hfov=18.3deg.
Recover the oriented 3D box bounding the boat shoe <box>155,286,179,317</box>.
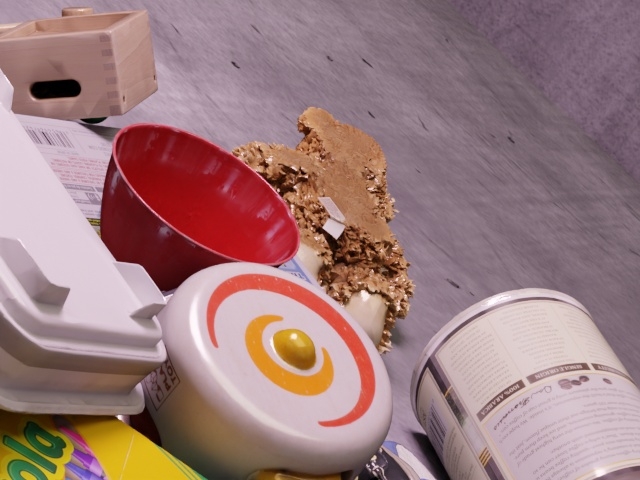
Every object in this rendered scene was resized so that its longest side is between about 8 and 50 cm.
[{"bbox_3d":[-0.150,0.066,1.579,0.206,0.075,0.065,-21,45,-36],"label":"boat shoe"}]

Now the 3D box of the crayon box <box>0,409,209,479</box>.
[{"bbox_3d":[-0.120,0.258,1.230,0.313,0.106,0.363,36,18,-10],"label":"crayon box"}]

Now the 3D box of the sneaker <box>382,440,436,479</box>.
[{"bbox_3d":[0.135,0.259,1.674,0.112,0.131,0.296,17,28,-45],"label":"sneaker"}]

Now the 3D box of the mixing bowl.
[{"bbox_3d":[-0.118,-0.005,1.693,0.181,0.098,0.181,27,27,-15],"label":"mixing bowl"}]

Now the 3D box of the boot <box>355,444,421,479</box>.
[{"bbox_3d":[-0.020,0.183,1.639,0.178,0.085,0.236,15,31,-42],"label":"boot"}]

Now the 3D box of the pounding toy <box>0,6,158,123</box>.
[{"bbox_3d":[-0.255,-0.171,1.957,0.181,0.094,0.206,-4,14,12],"label":"pounding toy"}]

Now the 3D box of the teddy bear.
[{"bbox_3d":[0.000,0.000,2.079,0.245,0.113,0.338,20,34,-29],"label":"teddy bear"}]

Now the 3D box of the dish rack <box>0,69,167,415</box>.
[{"bbox_3d":[-0.230,-0.035,1.338,0.333,0.072,0.285,53,11,15],"label":"dish rack"}]

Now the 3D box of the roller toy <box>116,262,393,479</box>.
[{"bbox_3d":[-0.050,0.120,1.484,0.191,0.146,0.209,37,35,-1],"label":"roller toy"}]

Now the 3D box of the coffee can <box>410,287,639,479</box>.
[{"bbox_3d":[0.223,0.204,1.848,0.201,0.201,0.275,25,23,-36],"label":"coffee can"}]

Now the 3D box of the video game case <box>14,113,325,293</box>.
[{"bbox_3d":[-0.153,-0.001,1.800,0.329,0.036,0.300,6,37,-46],"label":"video game case"}]
